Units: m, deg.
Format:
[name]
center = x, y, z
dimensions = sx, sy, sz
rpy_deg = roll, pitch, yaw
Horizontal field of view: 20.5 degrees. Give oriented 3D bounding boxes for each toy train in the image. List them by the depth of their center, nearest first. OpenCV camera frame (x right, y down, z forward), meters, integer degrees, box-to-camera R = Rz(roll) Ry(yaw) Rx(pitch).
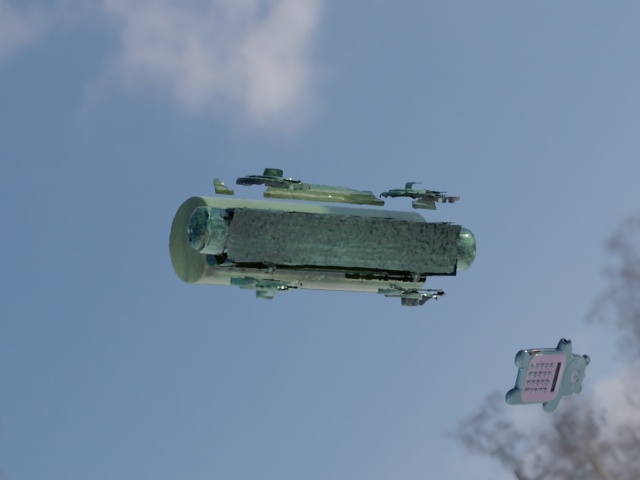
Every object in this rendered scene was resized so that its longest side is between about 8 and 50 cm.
[toy train]
center = 0.000, -0.008, 1.744
dimensions = 0.307, 0.126, 0.189
rpy_deg = 3, 7, -28

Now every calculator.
[calculator]
center = 0.274, 0.163, 2.113
dimensions = 0.141, 0.019, 0.094
rpy_deg = 2, -75, -45
